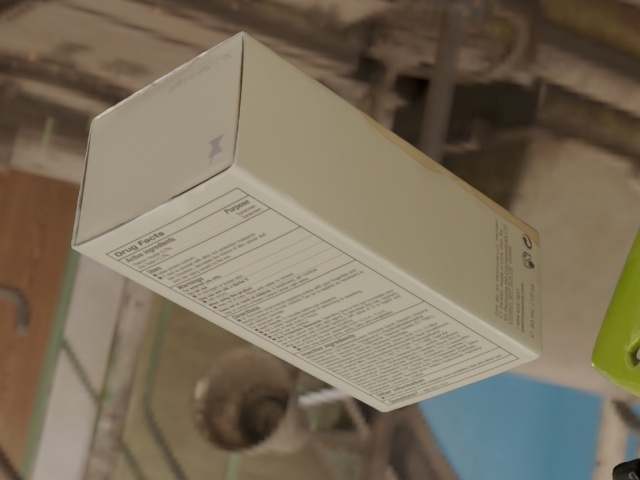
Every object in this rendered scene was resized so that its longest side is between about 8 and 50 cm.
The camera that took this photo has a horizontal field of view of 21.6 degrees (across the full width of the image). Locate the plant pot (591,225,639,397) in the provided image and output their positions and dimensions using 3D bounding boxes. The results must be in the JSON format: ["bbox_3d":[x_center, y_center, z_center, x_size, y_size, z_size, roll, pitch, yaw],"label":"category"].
[{"bbox_3d":[0.329,0.038,1.027,0.227,0.228,0.207,19,-171,-10],"label":"plant pot"}]

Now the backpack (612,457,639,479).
[{"bbox_3d":[0.212,0.067,0.597,0.152,0.182,0.115,28,176,-12],"label":"backpack"}]

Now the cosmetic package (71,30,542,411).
[{"bbox_3d":[0.000,0.000,1.164,0.160,0.113,0.309,-24,138,36],"label":"cosmetic package"}]
